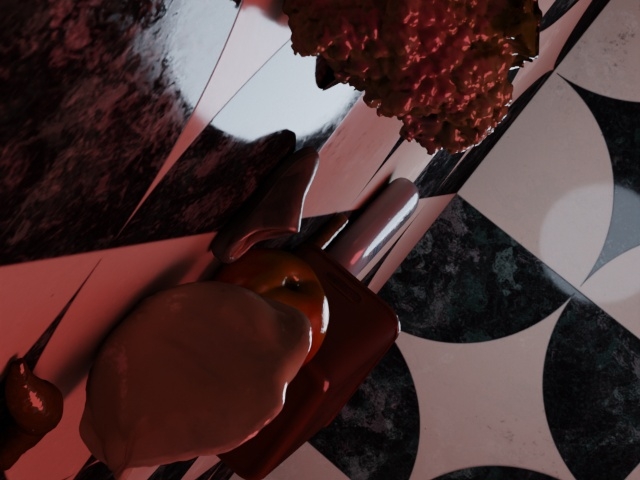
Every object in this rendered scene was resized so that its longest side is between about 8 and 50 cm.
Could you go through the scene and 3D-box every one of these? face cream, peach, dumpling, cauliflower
[{"bbox_3d":[0.072,0.015,2.148,0.336,0.080,0.163,-46,170,-23],"label":"face cream"},{"bbox_3d":[-0.084,0.109,1.500,0.192,0.190,0.190,-52,171,36],"label":"peach"},{"bbox_3d":[-0.143,0.160,1.257,0.318,0.187,0.243,-31,-152,-14],"label":"dumpling"},{"bbox_3d":[0.080,-0.205,1.061,0.239,0.256,0.315,-50,-159,-24],"label":"cauliflower"}]

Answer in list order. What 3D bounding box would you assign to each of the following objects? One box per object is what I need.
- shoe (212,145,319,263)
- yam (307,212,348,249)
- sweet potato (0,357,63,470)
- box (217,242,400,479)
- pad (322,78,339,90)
[{"bbox_3d":[-0.057,-0.034,1.391,0.195,0.078,0.079,-45,169,-9],"label":"shoe"},{"bbox_3d":[0.000,0.000,1.911,0.145,0.032,0.032,-44,169,-37],"label":"yam"},{"bbox_3d":[-0.317,0.196,1.142,0.069,0.059,0.249,-20,158,-32],"label":"sweet potato"},{"bbox_3d":[-0.071,0.213,1.796,0.229,0.239,0.339,-34,162,-51],"label":"box"},{"bbox_3d":[0.205,-0.283,1.270,0.315,0.063,0.375,-36,-176,-43],"label":"pad"}]
